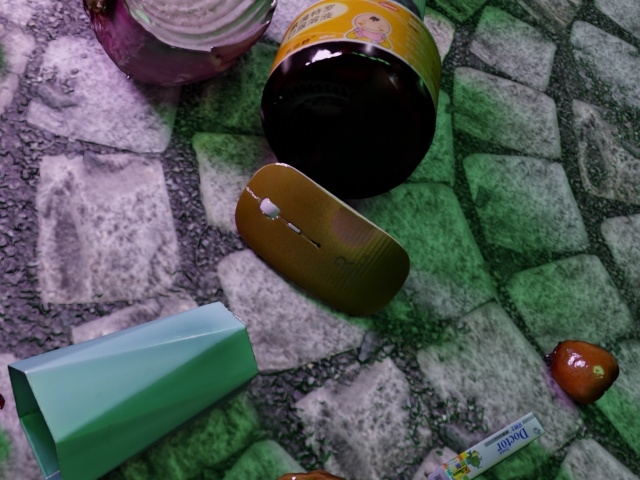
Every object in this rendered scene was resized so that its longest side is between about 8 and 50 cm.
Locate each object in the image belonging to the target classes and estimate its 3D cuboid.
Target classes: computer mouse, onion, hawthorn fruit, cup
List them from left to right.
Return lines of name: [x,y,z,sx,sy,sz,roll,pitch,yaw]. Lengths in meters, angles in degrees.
cup: [-0.193,0.157,0.829,0.235,0.148,0.134,-19,101,-35]
onion: [-0.186,-0.345,1.118,0.348,0.159,0.267,-17,79,-37]
computer mouse: [0.000,0.000,1.011,0.245,0.126,0.056,36,16,2]
hawthorn fruit: [0.357,0.176,1.066,0.093,0.081,0.081,40,53,23]

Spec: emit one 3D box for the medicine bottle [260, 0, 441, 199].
medicine bottle: [0.053,-0.260,1.125,0.242,0.242,0.395,20,41,-10]

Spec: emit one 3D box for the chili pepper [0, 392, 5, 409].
chili pepper: [-0.503,0.138,0.725,0.387,0.110,0.110,14,56,-21]

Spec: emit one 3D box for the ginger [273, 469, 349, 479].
ginger: [-0.016,0.356,0.731,0.223,0.200,0.269,17,92,25]

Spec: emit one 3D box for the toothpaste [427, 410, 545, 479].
toothpaste: [0.209,0.269,0.966,0.164,0.046,0.034,-20,66,-30]
